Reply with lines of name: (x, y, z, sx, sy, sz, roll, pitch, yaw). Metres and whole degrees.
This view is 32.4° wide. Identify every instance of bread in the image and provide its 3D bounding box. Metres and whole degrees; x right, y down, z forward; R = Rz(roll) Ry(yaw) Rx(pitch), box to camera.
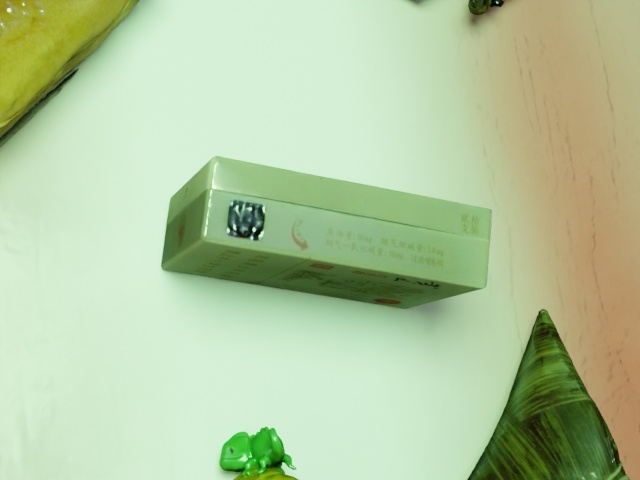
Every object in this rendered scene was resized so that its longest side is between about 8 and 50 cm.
bread: (-0.227, -0.156, 0.751, 0.136, 0.107, 0.241, 44, 66, -8)

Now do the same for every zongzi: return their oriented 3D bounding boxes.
zongzi: (0.108, 0.186, 0.797, 0.248, 0.111, 0.241, -13, 63, -17)

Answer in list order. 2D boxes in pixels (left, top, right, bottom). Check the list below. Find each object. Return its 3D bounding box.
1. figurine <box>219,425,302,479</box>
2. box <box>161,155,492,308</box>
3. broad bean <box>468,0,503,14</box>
figurine: (-0.020, 0.199, 0.728, 0.095, 0.115, 0.156, 2, 73, -30)
box: (0.000, 0.000, 0.773, 0.201, 0.141, 0.058, 10, 77, -16)
broad bean: (0.227, -0.268, 0.976, 0.325, 0.067, 0.075, -31, 58, -22)
